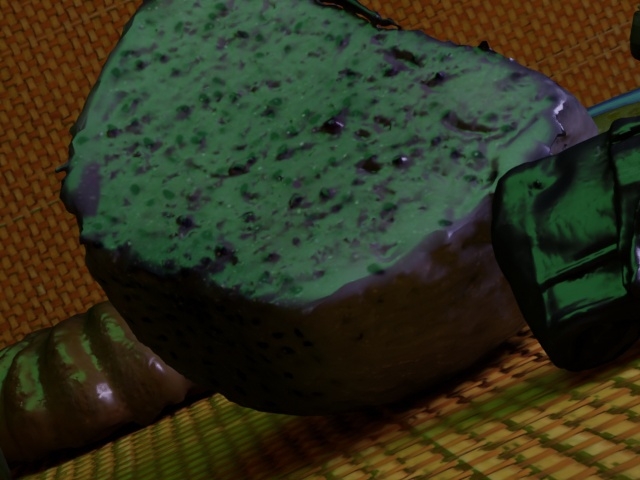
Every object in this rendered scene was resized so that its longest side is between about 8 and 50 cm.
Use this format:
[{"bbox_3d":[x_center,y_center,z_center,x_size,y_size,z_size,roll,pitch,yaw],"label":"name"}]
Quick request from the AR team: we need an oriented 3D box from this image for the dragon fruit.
[{"bbox_3d":[0.000,0.000,1.077,0.283,0.204,0.221,20,60,27],"label":"dragon fruit"}]

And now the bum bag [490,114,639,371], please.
[{"bbox_3d":[0.200,-0.028,0.891,0.248,0.123,0.060,-19,-41,5],"label":"bum bag"}]

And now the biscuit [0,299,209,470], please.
[{"bbox_3d":[-0.152,0.091,1.609,0.325,0.107,0.326,-21,2,1],"label":"biscuit"}]

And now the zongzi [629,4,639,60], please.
[{"bbox_3d":[0.333,-0.157,1.534,0.130,0.062,0.154,9,4,-18],"label":"zongzi"}]

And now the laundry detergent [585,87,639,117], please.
[{"bbox_3d":[0.231,-0.064,1.392,0.289,0.094,0.143,-20,-14,16],"label":"laundry detergent"}]

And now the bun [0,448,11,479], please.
[{"bbox_3d":[-0.291,0.164,1.231,0.195,0.118,0.195,-24,-1,0],"label":"bun"}]

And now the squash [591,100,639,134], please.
[{"bbox_3d":[0.191,-0.039,1.218,0.341,0.094,0.094,-21,4,39],"label":"squash"}]
